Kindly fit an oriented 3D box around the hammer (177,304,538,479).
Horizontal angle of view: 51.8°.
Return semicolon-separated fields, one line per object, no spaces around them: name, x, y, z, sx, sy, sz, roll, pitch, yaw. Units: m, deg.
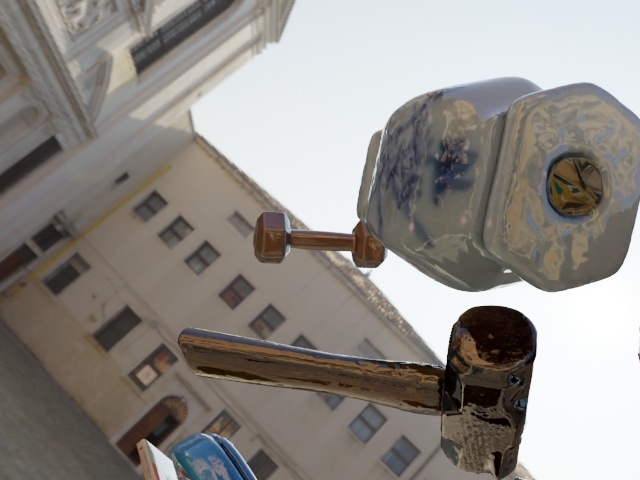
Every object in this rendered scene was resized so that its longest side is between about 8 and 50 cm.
hammer;0.033;0.163;0.758;0.408;0.095;0.242;5;-41;10

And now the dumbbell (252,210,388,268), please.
dumbbell;0.000;0.000;1.134;0.230;0.082;0.092;3;-18;-9

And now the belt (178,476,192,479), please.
belt;-0.182;0.397;0.829;0.122;0.128;0.218;18;-63;25

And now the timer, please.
timer;-0.164;0.521;1.203;0.340;0.115;0.309;52;-33;21

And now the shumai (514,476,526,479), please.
shumai;0.340;0.420;1.003;0.087;0.099;0.124;7;-2;-2

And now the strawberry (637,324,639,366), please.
strawberry;0.428;0.075;0.599;0.257;0.277;0.257;15;-45;16

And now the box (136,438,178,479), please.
box;-0.142;0.219;0.595;0.046;0.012;0.083;55;-8;-32

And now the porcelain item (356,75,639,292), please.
porcelain item;0.168;-0.066;0.767;0.178;0.243;0.405;10;3;-17
